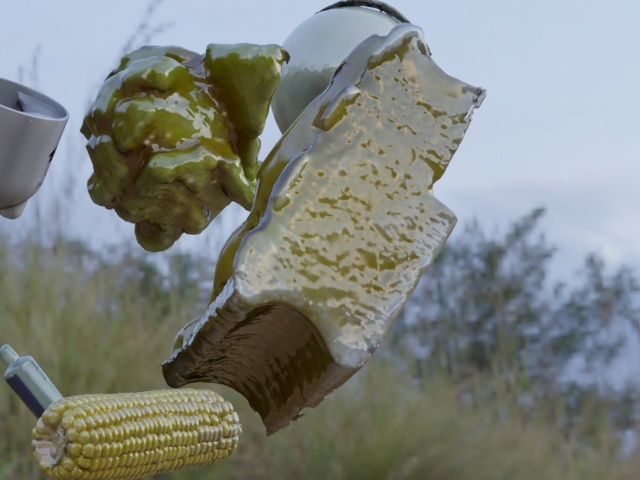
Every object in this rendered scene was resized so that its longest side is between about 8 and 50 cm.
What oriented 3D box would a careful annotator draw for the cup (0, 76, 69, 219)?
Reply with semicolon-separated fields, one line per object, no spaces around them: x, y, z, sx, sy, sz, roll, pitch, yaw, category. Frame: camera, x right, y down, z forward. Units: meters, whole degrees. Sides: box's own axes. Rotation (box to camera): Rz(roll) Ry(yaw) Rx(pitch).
-0.388;-0.114;1.961;0.134;0.142;0.173;13;18;-32;cup

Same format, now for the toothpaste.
-0.357;0.252;2.301;0.069;0.268;0.047;-32;8;48;toothpaste

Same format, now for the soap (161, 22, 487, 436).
0.000;0.000;1.526;0.169;0.304;0.338;34;-22;-4;soap

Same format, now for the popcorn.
-0.174;-0.127;2.339;0.326;0.290;0.321;38;-19;-16;popcorn

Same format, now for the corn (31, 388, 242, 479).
-0.190;0.202;1.724;0.093;0.093;0.244;-20;-14;37;corn

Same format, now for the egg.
0.016;-0.220;2.507;0.286;0.264;0.174;-23;-1;37;egg
